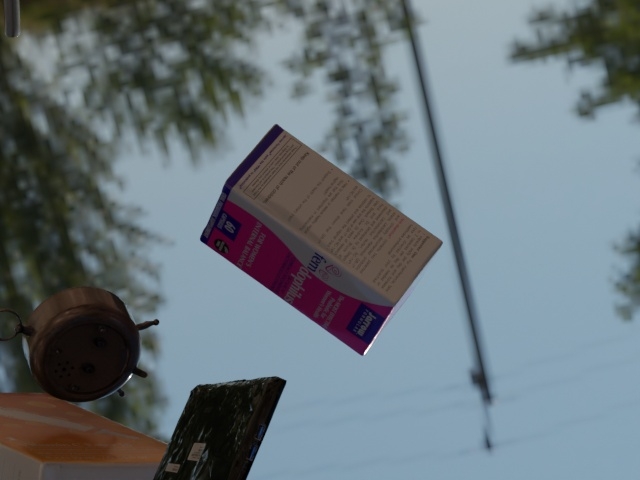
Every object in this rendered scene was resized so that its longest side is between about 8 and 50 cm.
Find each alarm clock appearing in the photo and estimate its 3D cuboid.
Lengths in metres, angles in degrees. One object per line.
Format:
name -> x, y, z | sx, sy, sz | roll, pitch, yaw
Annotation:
alarm clock -> -0.286, 0.116, 2.172 | 0.192, 0.129, 0.064 | 17, -159, -24

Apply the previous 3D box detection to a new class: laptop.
laptop -> -0.051, 0.237, 1.266 | 0.136, 0.264, 0.234 | 25, 168, -13

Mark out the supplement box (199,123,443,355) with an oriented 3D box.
supplement box -> 0.000, 0.000, 2.036 | 0.114, 0.220, 0.111 | -52, 173, -39

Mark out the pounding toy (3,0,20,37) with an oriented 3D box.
pounding toy -> -0.276, -0.355, 2.068 | 0.237, 0.110, 0.183 | -36, 158, -25

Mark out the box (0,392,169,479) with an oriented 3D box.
box -> -0.316, 0.285, 2.151 | 0.215, 0.168, 0.345 | 4, -174, -39
